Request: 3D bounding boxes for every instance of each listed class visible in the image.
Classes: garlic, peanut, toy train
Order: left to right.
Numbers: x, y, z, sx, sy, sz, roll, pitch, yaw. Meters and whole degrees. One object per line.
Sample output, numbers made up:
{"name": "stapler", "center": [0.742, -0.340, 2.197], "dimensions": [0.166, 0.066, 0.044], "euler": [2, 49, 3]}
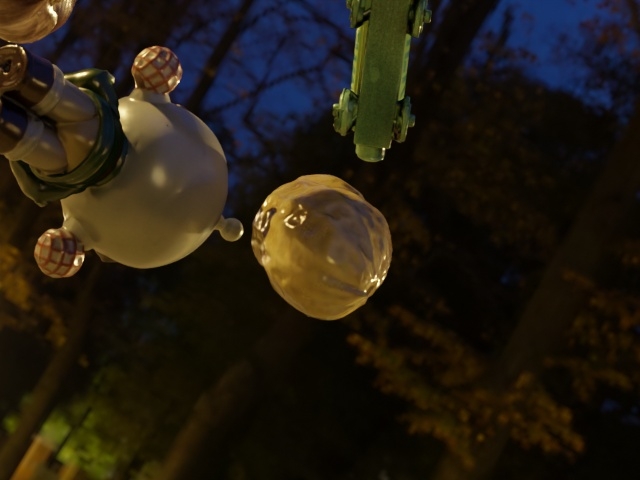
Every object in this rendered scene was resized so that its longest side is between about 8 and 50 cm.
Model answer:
{"name": "garlic", "center": [-0.367, -0.373, 1.878], "dimensions": [0.161, 0.244, 0.245], "euler": [5, -23, 21]}
{"name": "peanut", "center": [0.000, 0.000, 1.604], "dimensions": [0.147, 0.147, 0.305], "euler": [34, 4, -15]}
{"name": "toy train", "center": [0.076, -0.230, 1.801], "dimensions": [0.105, 0.253, 0.157], "euler": [6, 23, 2]}

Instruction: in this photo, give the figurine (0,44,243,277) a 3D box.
{"name": "figurine", "center": [-0.225, -0.086, 1.573], "dimensions": [0.167, 0.281, 0.370], "euler": [24, -6, 37]}
